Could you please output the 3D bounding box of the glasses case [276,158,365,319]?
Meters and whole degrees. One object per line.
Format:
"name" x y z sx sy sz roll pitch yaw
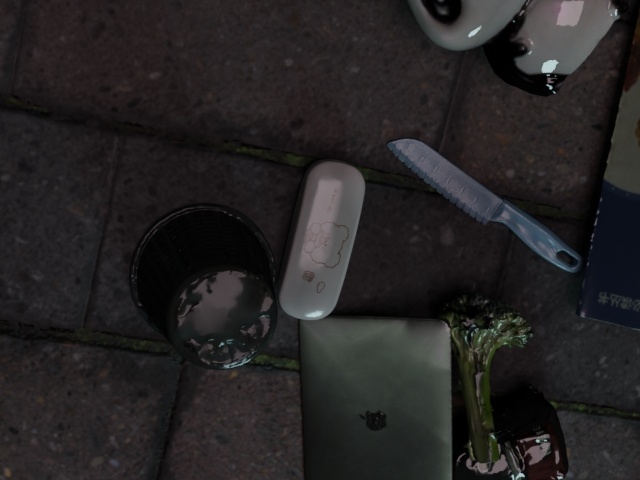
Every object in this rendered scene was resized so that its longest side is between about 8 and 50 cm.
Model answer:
"glasses case" 0.000 0.000 1.337 0.074 0.049 0.194 10 104 -18

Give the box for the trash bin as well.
"trash bin" -0.118 0.064 1.267 0.175 0.161 0.176 -4 109 -14

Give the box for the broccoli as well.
"broccoli" 0.193 0.167 1.388 0.122 0.118 0.204 1 86 -21

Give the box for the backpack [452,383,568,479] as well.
"backpack" 0.233 0.272 1.446 0.165 0.106 0.120 -27 115 -9

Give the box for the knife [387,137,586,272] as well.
"knife" 0.207 -0.041 1.400 0.313 0.019 0.044 34 98 -19

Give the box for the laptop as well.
"laptop" 0.069 0.219 1.400 0.187 0.015 0.269 1 107 11

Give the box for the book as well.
"book" 0.497 -0.081 1.369 0.299 0.039 0.428 11 101 14

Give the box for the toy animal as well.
"toy animal" 0.199 -0.283 1.246 0.235 0.165 0.187 28 114 -23
